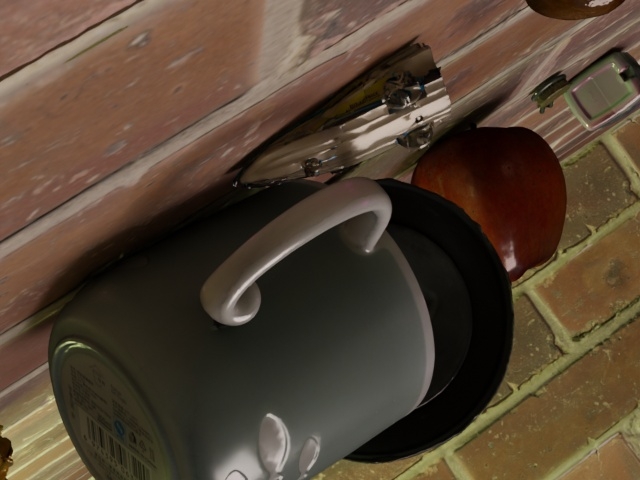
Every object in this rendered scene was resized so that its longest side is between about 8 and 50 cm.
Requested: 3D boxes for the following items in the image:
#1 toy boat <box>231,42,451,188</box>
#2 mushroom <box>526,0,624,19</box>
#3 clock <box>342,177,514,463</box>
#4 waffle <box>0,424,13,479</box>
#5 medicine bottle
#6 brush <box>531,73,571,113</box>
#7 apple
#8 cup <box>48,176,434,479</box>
[{"bbox_3d":[0.020,-0.092,0.965,0.210,0.066,0.084,-25,139,-3],"label":"toy boat"},{"bbox_3d":[0.238,-0.234,0.973,0.129,0.073,0.088,-39,142,17],"label":"mushroom"},{"bbox_3d":[0.060,0.091,1.307,0.325,0.325,0.067,-34,179,-6],"label":"clock"},{"bbox_3d":[-0.420,0.362,1.246,0.325,0.068,0.302,-71,175,-65],"label":"waffle"},{"bbox_3d":[0.491,-0.252,1.904,0.119,0.094,0.188,-36,173,25],"label":"medicine bottle"},{"bbox_3d":[0.363,-0.222,1.791,0.062,0.027,0.266,-35,173,8],"label":"brush"},{"bbox_3d":[0.234,-0.053,1.569,0.234,0.234,0.234,-34,173,-5],"label":"apple"},{"bbox_3d":[-0.065,0.082,0.990,0.274,0.259,0.357,-29,160,-36],"label":"cup"}]
